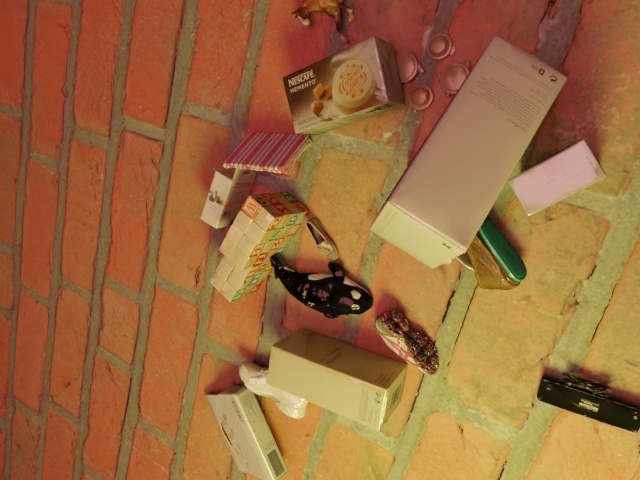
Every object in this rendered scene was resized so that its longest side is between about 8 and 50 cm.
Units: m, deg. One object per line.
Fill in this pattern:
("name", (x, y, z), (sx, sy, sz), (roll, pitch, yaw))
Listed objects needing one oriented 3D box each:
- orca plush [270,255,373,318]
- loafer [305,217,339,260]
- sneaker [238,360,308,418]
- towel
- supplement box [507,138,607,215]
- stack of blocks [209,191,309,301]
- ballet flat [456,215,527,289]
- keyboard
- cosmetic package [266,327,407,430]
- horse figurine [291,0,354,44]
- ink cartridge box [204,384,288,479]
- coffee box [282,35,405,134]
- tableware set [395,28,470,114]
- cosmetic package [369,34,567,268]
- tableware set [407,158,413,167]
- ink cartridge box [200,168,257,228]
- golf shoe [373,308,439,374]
("orca plush", (-0.016, 0.122, 1.190), (0.287, 0.102, 0.151), (32, 115, 15))
("loafer", (0.000, 0.000, 1.205), (0.045, 0.039, 0.125), (-36, 81, 28))
("sneaker", (-0.120, 0.387, 1.321), (0.232, 0.090, 0.115), (27, 101, 15))
("towel", (-0.134, -0.220, 1.191), (0.197, 0.144, 0.029), (9, 138, 28))
("supplement box", (0.423, -0.117, 0.844), (0.130, 0.239, 0.073), (-31, 84, 28))
("stack of blocks", (-0.173, 0.019, 1.227), (0.087, 0.171, 0.297), (42, 116, 16))
("ballet flat", (0.306, -0.042, 1.010), (0.124, 0.116, 0.342), (-31, 87, 48))
("keyboard", (0.559, 0.322, 0.976), (0.192, 0.038, 0.100), (14, 128, 24))
("cosmetic package", (0.041, 0.333, 1.175), (0.310, 0.160, 0.113), (15, 104, 24))
("horse figurine", (0.055, -0.575, 1.053), (0.174, 0.066, 0.263), (55, 128, 29))
("ink cartridge box", (-0.228, 0.570, 1.413), (0.239, 0.060, 0.275), (-25, 89, 54))
("coffee box", (0.050, -0.342, 1.077), (0.247, 0.098, 0.141), (-10, 94, 33))
("tableware set", (0.238, -0.364, 1.027), (0.169, 0.020, 0.141), (-22, 87, 31))
("cosmetic package", (0.256, -0.146, 0.849), (0.155, 0.197, 0.365), (34, 77, 4))
("tableware set", (0.215, -0.108, 1.056), (0.024, 0.104, 0.154), (-3, 85, -11))
("ink cartridge box", (-0.244, -0.130, 1.276), (0.062, 0.104, 0.181), (31, 111, 19))
("golf shoe", (0.206, 0.247, 1.133), (0.186, 0.067, 0.086), (48, 148, 8))
